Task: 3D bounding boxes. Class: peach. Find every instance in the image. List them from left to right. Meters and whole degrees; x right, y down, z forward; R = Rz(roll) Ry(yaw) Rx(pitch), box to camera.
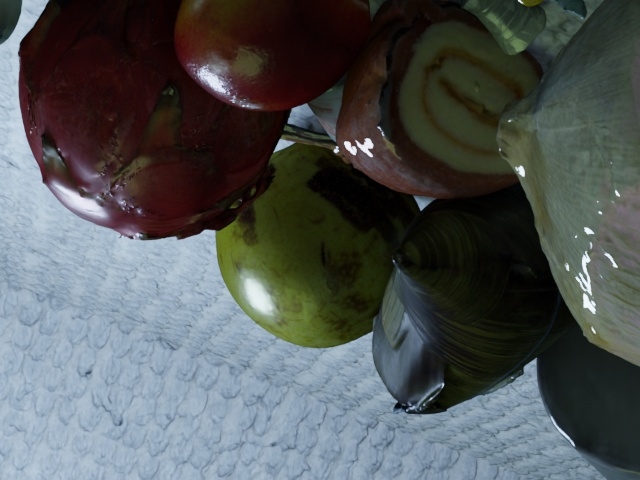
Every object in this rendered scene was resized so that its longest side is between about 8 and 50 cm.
[{"bbox_3d":[-0.052,-0.213,1.613,0.197,0.197,0.197,18,163,6],"label":"peach"}]

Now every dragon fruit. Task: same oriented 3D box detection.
[{"bbox_3d":[-0.179,-0.159,1.800,0.296,0.301,0.295,1,-155,0],"label":"dragon fruit"}]

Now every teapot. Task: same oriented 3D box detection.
[{"bbox_3d":[0.171,-0.226,1.613,0.083,0.057,0.067,36,-174,-30],"label":"teapot"}]

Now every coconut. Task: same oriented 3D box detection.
[{"bbox_3d":[0.331,-0.068,1.366,0.405,0.404,0.404,18,163,6],"label":"coconut"}]

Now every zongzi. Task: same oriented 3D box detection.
[{"bbox_3d":[0.117,0.083,1.885,0.432,0.208,0.403,-14,155,-48],"label":"zongzi"}]

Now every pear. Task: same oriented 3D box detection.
[{"bbox_3d":[0.000,0.000,2.156,0.284,0.283,0.283,18,163,6],"label":"pear"}]

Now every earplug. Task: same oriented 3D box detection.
[{"bbox_3d":[0.476,0.201,2.177,0.313,0.312,0.394,12,164,25],"label":"earplug"}]

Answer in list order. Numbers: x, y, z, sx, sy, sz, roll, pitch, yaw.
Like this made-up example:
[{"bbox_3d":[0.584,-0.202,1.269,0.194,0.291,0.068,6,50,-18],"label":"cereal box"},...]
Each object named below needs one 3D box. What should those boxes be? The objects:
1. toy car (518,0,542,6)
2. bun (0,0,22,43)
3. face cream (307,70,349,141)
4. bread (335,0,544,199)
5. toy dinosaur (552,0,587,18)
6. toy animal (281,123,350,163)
[{"bbox_3d":[0.127,-0.288,1.198,0.248,0.142,0.200,43,145,-9],"label":"toy car"},{"bbox_3d":[-0.486,-0.302,1.883,0.293,0.187,0.293,-6,176,0],"label":"bun"},{"bbox_3d":[0.043,-0.156,1.880,0.101,0.101,0.251,12,162,23],"label":"face cream"},{"bbox_3d":[0.133,-0.133,1.725,0.244,0.190,0.123,24,176,-26],"label":"bread"},{"bbox_3d":[0.206,-0.233,1.408,0.076,0.129,0.383,31,163,-9],"label":"toy dinosaur"},{"bbox_3d":[-0.090,-0.146,2.007,0.224,0.066,0.230,38,152,-29],"label":"toy animal"}]
